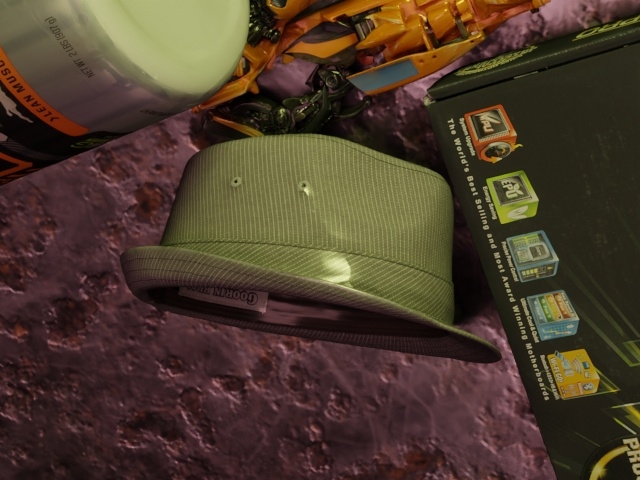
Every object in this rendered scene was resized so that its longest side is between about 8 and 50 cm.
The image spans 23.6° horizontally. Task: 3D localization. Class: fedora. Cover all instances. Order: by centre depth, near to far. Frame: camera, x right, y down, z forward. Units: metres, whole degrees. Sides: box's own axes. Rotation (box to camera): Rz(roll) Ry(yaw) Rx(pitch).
[{"bbox_3d":[0.000,0.000,1.078,0.275,0.243,0.124,5,79,25],"label":"fedora"}]

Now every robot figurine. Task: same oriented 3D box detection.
[{"bbox_3d":[0.001,-0.183,1.070,0.291,0.085,0.211,-20,100,18],"label":"robot figurine"}]

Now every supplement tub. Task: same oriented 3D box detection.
[{"bbox_3d":[-0.221,-0.136,1.017,0.316,0.193,0.194,-18,102,32],"label":"supplement tub"}]

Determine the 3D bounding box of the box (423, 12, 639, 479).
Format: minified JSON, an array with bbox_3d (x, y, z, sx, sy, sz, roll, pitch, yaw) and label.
[{"bbox_3d":[0.282,0.032,1.039,0.318,0.097,0.395,-14,102,27],"label":"box"}]
